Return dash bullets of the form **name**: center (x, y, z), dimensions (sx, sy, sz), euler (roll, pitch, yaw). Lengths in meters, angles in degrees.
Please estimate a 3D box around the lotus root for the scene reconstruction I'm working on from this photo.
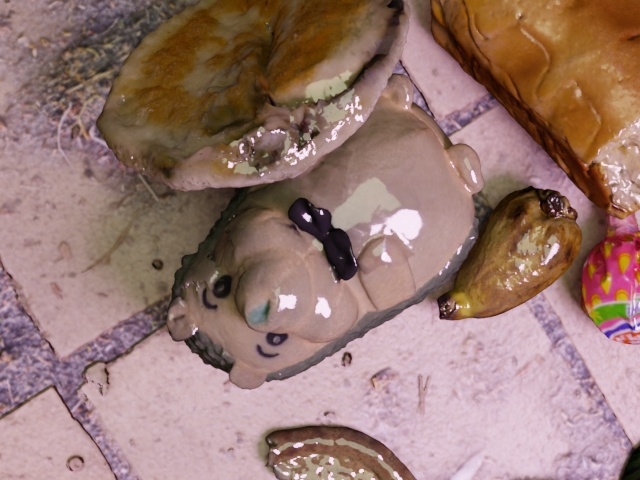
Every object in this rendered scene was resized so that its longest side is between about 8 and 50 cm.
- **lotus root**: center (0.207, 0.025, 1.190), dimensions (0.191, 0.094, 0.108), euler (-47, 53, 4)

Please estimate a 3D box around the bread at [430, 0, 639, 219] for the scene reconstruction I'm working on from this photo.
- **bread**: center (0.278, -0.198, 1.138), dimensions (0.195, 0.149, 0.344), euler (-40, 75, -12)

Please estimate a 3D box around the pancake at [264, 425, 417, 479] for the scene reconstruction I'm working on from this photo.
- **pancake**: center (-0.010, 0.349, 1.174), dimensions (0.288, 0.033, 0.286), euler (-17, 90, -7)

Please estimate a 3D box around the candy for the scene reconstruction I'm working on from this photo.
- **candy**: center (0.343, -0.064, 1.212), dimensions (0.124, 0.124, 0.365), euler (-1, 79, -6)

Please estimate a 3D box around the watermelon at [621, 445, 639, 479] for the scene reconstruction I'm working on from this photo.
- **watermelon**: center (0.384, 0.308, 1.218), dimensions (0.092, 0.075, 0.181), euler (-9, 89, -50)

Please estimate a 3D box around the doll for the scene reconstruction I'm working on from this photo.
- **doll**: center (0.000, 0.000, 1.090), dimensions (0.349, 0.247, 0.247), euler (-41, 92, -3)

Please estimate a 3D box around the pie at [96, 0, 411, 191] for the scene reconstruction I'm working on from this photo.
- **pie**: center (-0.066, -0.175, 1.084), dimensions (0.339, 0.339, 0.077), euler (-37, 133, -7)
